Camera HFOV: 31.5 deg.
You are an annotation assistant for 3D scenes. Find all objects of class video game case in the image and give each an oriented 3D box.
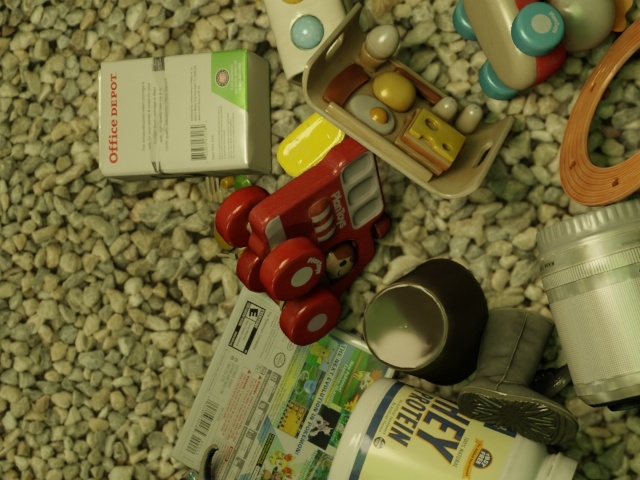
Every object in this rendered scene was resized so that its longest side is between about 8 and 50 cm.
[{"bbox_3d":[-0.061,0.281,1.886,0.300,0.036,0.329,25,95,19],"label":"video game case"}]

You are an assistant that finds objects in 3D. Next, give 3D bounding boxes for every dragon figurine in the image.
[{"bbox_3d":[-0.200,0.462,1.886,0.144,0.085,0.289,40,108,6],"label":"dragon figurine"}]

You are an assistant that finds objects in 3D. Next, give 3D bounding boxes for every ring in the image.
[{"bbox_3d":[0.454,-0.195,1.600,0.032,0.336,0.336,27,98,-16],"label":"ring"}]

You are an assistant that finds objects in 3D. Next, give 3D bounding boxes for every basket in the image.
[{"bbox_3d":[0.157,0.125,1.713,0.154,0.227,0.204,-4,86,19],"label":"basket"}]

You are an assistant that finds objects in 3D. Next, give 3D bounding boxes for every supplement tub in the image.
[{"bbox_3d":[0.195,0.362,1.681,0.325,0.235,0.235,19,94,16],"label":"supplement tub"}]

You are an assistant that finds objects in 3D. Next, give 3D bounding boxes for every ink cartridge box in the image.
[{"bbox_3d":[-0.229,-0.208,1.923,0.273,0.115,0.198,-2,87,19],"label":"ink cartridge box"}]

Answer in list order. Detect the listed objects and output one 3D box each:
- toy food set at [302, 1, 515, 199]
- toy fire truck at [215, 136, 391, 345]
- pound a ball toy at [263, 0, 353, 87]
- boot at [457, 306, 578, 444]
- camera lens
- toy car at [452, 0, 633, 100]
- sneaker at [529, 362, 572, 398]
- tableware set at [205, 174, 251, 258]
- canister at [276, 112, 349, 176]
[{"bbox_3d":[0.138,-0.215,1.697,0.306,0.219,0.092,35,133,-2],"label":"toy food set"},{"bbox_3d":[0.000,0.000,1.754,0.254,0.302,0.169,-34,54,-12],"label":"toy fire truck"},{"bbox_3d":[0.000,-0.438,1.842,0.208,0.136,0.319,-18,82,18],"label":"pound a ball toy"},{"bbox_3d":[0.310,0.194,1.674,0.190,0.208,0.076,19,126,18],"label":"boot"},{"bbox_3d":[0.442,0.092,1.616,0.219,0.219,0.274,-18,82,18],"label":"camera lens"},{"bbox_3d":[0.352,-0.353,1.709,0.238,0.219,0.210,-20,79,-12],"label":"toy car"},{"bbox_3d":[0.312,0.221,1.746,0.089,0.051,0.170,47,106,11],"label":"sneaker"},{"bbox_3d":[-0.142,-0.039,1.909,0.104,0.024,0.154,8,113,39],"label":"tableware set"},{"bbox_3d":[0.012,-0.145,1.806,0.126,0.170,0.073,-40,75,14],"label":"canister"}]
